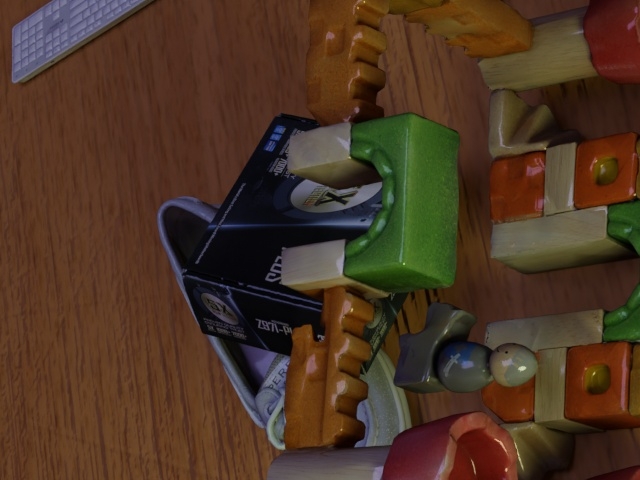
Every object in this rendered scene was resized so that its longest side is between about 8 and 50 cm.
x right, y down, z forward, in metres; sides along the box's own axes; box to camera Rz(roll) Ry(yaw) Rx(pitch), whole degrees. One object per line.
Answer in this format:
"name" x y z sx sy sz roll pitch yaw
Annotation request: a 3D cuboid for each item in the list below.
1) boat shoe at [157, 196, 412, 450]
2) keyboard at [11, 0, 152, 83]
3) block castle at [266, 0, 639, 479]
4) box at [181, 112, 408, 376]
"boat shoe" -0.035 0.083 1.617 0.118 0.103 0.320 -47 49 19
"keyboard" -0.215 -0.237 1.956 0.256 0.014 0.072 -27 58 32
"block castle" 0.142 0.001 1.355 0.212 0.303 0.453 -9 70 38
"box" 0.000 0.000 1.556 0.147 0.077 0.180 14 55 24
